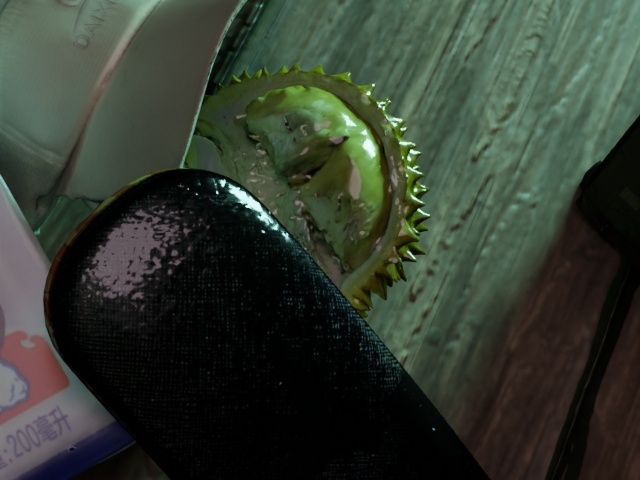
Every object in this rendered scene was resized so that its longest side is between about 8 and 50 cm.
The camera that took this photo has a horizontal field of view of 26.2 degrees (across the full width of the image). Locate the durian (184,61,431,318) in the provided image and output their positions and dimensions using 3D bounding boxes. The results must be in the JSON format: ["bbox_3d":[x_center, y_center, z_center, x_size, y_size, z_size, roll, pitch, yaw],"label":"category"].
[{"bbox_3d":[0.000,0.000,0.790,0.146,0.102,0.208,-12,69,25],"label":"durian"}]

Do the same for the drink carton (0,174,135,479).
[{"bbox_3d":[-0.227,0.002,0.741,0.130,0.106,0.315,-30,87,-17],"label":"drink carton"}]

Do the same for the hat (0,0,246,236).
[{"bbox_3d":[-0.121,-0.116,0.784,0.164,0.226,0.219,36,67,-9],"label":"hat"}]

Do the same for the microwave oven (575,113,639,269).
[{"bbox_3d":[0.285,-0.061,0.770,0.178,0.247,0.188,44,73,9],"label":"microwave oven"}]

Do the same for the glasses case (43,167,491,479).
[{"bbox_3d":[-0.008,0.103,0.700,0.122,0.082,0.321,-43,110,-13],"label":"glasses case"}]
